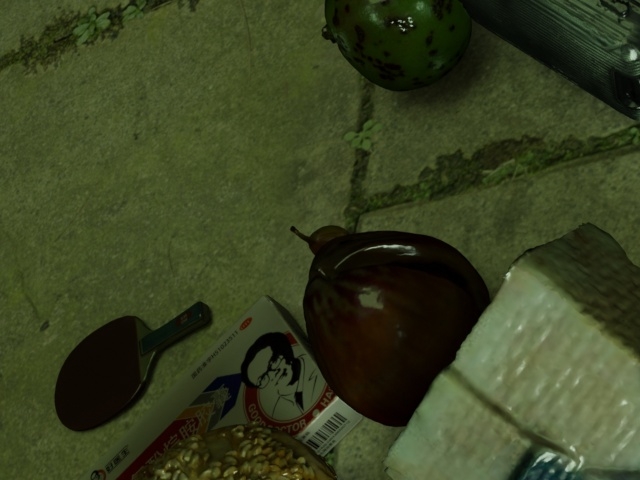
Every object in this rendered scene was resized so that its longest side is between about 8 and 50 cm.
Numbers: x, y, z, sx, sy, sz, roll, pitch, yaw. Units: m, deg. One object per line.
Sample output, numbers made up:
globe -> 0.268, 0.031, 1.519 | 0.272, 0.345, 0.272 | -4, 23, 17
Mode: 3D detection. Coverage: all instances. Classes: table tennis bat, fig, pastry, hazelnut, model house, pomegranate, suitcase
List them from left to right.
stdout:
table tennis bat -> -0.258, 0.158, 2.089 | 0.274, 0.021, 0.154 | -31, 47, 22
pastry -> -0.108, 0.349, 1.694 | 0.255, 0.162, 0.311 | 9, 81, 23
fig -> 0.000, 0.000, 1.934 | 0.050, 0.083, 0.050 | -35, 46, 47
hazelnut -> 0.075, 0.084, 1.719 | 0.217, 0.217, 0.251 | -36, 25, 16
pomegranate -> 0.125, -0.302, 1.953 | 0.263, 0.211, 0.211 | -19, 49, 4
suitcase -> 0.277, -0.279, 1.742 | 0.312, 0.202, 0.128 | 37, 84, 23
model house -> 0.258, 0.188, 1.516 | 0.284, 0.243, 0.298 | 41, 120, 22

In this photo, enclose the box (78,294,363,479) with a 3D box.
box -> -0.131, 0.258, 1.887 | 0.353, 0.069, 0.214 | -44, 44, 5
